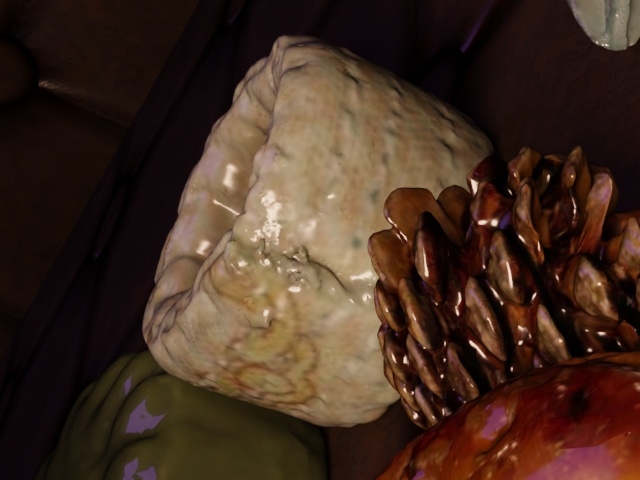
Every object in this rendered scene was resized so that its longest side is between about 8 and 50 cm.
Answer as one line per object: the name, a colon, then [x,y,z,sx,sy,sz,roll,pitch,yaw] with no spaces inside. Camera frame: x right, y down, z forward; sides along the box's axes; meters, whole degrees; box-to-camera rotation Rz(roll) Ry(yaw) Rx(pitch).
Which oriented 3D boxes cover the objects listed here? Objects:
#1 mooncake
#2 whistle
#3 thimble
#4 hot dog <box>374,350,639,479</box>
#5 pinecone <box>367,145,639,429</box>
mooncake: [-0.146,0.265,1.549,0.356,0.194,0.356,-59,17,31]
whistle: [0.190,-0.222,1.365,0.062,0.062,0.312,-61,17,22]
thimble: [0.000,0.000,1.432,0.291,0.195,0.291,-58,18,32]
hot dog: [0.092,0.212,0.856,0.387,0.174,0.267,-52,21,46]
pinecone: [0.126,0.036,0.978,0.204,0.184,0.179,-33,54,55]
